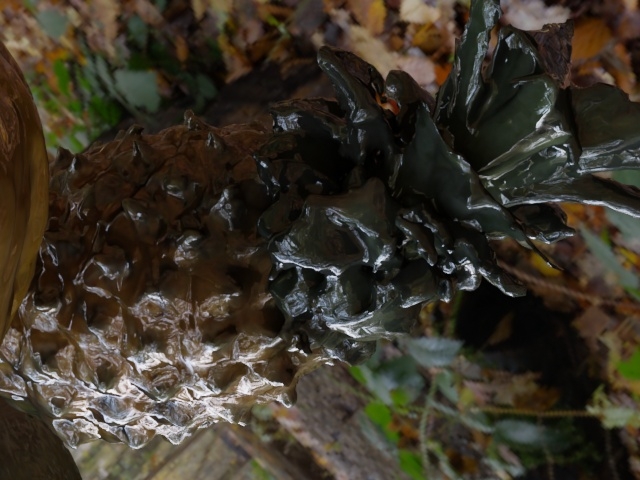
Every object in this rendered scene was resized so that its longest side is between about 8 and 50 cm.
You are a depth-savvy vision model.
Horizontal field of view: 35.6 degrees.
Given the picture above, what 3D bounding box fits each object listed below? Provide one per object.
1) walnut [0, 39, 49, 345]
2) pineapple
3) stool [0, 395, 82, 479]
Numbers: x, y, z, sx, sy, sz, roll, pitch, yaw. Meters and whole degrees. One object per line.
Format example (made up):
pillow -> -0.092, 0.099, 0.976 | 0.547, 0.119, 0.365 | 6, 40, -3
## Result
walnut -> -0.187, -0.002, 0.336 | 0.193, 0.225, 0.193 | 26, -162, -9
pineapple -> 0.000, 0.000, 0.445 | 0.340, 0.169, 0.169 | -15, 131, 30
stool -> -0.284, 0.216, 0.602 | 0.179, 0.264, 0.179 | -21, -90, -88
